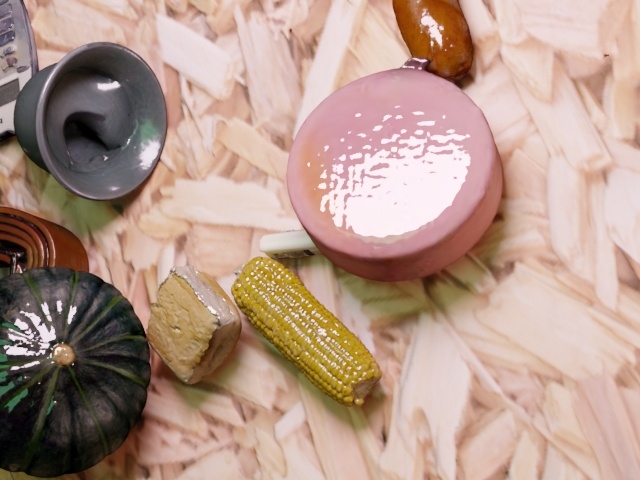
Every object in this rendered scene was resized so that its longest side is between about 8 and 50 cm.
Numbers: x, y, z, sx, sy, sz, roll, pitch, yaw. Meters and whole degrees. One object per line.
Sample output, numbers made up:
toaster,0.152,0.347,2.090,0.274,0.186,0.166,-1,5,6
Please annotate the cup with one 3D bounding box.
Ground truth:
cup,-0.317,-0.153,1.928,0.150,0.199,0.199,7,79,45

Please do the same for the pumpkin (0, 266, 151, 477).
pumpkin,-0.321,0.154,1.785,0.250,0.216,0.250,1,82,-5

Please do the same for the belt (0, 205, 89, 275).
belt,-0.431,0.052,1.952,0.261,0.105,0.184,-2,77,24

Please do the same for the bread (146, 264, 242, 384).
bread,-0.147,0.100,1.803,0.106,0.082,0.125,42,124,21

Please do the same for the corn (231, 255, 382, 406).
corn,-0.020,0.102,1.757,0.238,0.080,0.080,41,96,29

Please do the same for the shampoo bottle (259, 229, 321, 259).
shampoo bottle,0.000,0.000,1.795,0.141,0.049,0.034,-7,69,20

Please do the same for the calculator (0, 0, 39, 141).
calculator,-0.466,-0.235,2.082,0.177,0.040,0.268,-20,68,19

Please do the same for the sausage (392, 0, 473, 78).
sausage,0.133,-0.334,1.801,0.103,0.076,0.302,-4,75,25

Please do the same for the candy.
candy,0.087,-0.081,1.723,0.255,0.094,0.255,-7,63,13

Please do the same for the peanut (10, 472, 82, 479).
peanut,-0.332,0.302,1.853,0.082,0.082,0.187,-30,68,16
